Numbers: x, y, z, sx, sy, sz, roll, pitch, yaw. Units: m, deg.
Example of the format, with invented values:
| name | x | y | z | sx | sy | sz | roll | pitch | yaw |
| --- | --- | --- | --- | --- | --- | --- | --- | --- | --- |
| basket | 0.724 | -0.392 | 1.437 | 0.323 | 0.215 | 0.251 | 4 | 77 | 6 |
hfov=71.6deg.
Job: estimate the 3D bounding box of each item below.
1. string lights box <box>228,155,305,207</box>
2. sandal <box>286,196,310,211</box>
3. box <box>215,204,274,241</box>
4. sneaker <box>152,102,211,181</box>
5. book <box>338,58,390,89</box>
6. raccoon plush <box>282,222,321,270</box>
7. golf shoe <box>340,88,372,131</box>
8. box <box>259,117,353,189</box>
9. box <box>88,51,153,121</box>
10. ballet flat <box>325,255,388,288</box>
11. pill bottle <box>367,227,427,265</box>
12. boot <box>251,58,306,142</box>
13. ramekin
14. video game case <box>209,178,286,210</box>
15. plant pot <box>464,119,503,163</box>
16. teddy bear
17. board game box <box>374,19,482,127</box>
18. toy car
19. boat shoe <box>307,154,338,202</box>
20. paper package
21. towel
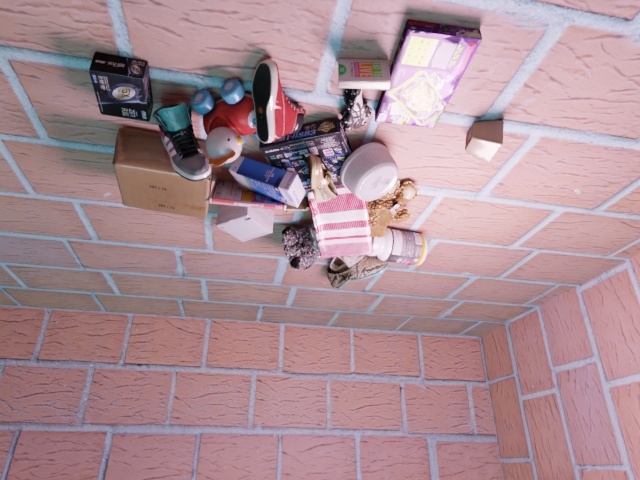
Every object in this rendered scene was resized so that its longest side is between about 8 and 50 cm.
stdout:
| name | x | y | z | sx | sy | sz | roll | pitch | yaw |
| --- | --- | --- | --- | --- | --- | --- | --- | --- | --- |
| string lights box | -0.197 | -0.219 | 1.653 | 0.259 | 0.077 | 0.133 | 20 | 162 | 20 |
| sandal | -0.126 | -0.144 | 1.902 | 0.239 | 0.088 | 0.079 | 2 | 147 | -13 |
| box | -0.330 | -0.098 | 1.959 | 0.180 | 0.119 | 0.182 | -15 | 148 | 28 |
| sneaker | -0.434 | -0.332 | 1.390 | 0.123 | 0.295 | 0.179 | -26 | 146 | -22 |
| book | 0.122 | -0.475 | 1.260 | 0.144 | 0.096 | 0.035 | 0 | 153 | -1 |
| raccoon plush | 0.000 | 0.000 | 2.153 | 0.299 | 0.216 | 0.446 | -19 | 175 | 9 |
| golf shoe | 0.119 | -0.427 | 1.393 | 0.093 | 0.077 | 0.198 | -10 | 158 | -10 |
| box | -0.032 | -0.300 | 1.620 | 0.295 | 0.074 | 0.293 | -8 | 153 | 17 |
| box | -0.590 | -0.455 | 1.331 | 0.147 | 0.078 | 0.180 | 7 | 151 | -13 |
| ballet flat | 0.154 | 0.135 | 2.330 | 0.182 | 0.164 | 0.482 | 52 | 150 | -5 |
| pill bottle | 0.360 | 0.026 | 2.137 | 0.278 | 0.162 | 0.162 | 8 | 151 | -15 |
| boot | -0.116 | -0.438 | 1.367 | 0.176 | 0.088 | 0.244 | -29 | 136 | -37 |
| ramekin | 0.184 | -0.239 | 1.604 | 0.207 | 0.109 | 0.207 | -23 | 146 | -16 |
| video game case | -0.278 | -0.180 | 1.737 | 0.284 | 0.204 | 0.025 | 5 | 117 | -8 |
| plant pot | 0.551 | -0.342 | 1.506 | 0.096 | 0.109 | 0.109 | 13 | 152 | 3 |
| teddy bear | 0.274 | -0.151 | 1.887 | 0.244 | 0.113 | 0.338 | -3 | 145 | -6 |
| board game box | 0.302 | -0.475 | 1.314 | 0.208 | 0.056 | 0.347 | 8 | 152 | -6 |
| toy car | -0.281 | -0.329 | 1.393 | 0.210 | 0.238 | 0.219 | -11 | 150 | 21 |
| boat shoe | 0.008 | -0.224 | 1.598 | 0.089 | 0.105 | 0.285 | -7 | 163 | 4 |
| paper package | -0.569 | -0.239 | 1.645 | 0.324 | 0.168 | 0.309 | 7 | 153 | -14 |
| towel | 0.087 | -0.076 | 1.870 | 0.236 | 0.037 | 0.329 | -6 | 118 | 11 |
